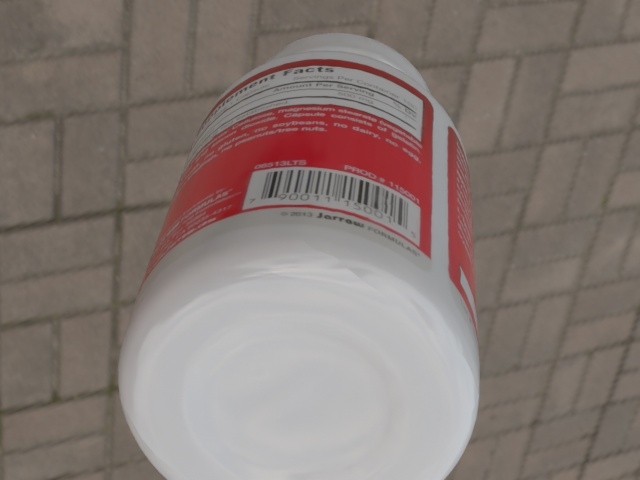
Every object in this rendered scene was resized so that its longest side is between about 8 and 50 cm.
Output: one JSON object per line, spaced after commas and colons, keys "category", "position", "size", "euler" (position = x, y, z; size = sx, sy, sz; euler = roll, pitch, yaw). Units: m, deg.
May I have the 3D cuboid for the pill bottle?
{"category": "pill bottle", "position": [0.000, 0.000, 0.948], "size": [0.229, 0.408, 0.229], "euler": [2, 121, 4]}
